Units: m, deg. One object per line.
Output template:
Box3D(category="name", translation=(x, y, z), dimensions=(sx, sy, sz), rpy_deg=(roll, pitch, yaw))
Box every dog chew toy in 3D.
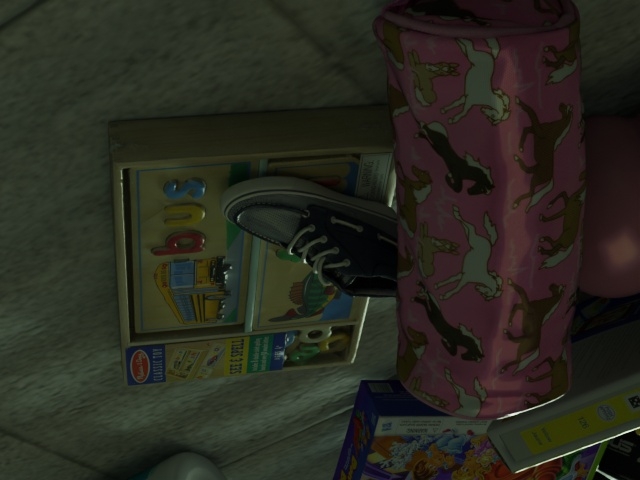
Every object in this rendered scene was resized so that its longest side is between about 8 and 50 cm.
Box3D(category="dog chew toy", translation=(0.295, -0.038, 1.219), dimensions=(0.332, 0.206, 0.206), rpy_deg=(-10, 147, 13))

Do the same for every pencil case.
Box3D(category="pencil case", translation=(0.136, -0.029, 1.086), dimensions=(0.160, 0.167, 0.386), rpy_deg=(-13, 120, -12))

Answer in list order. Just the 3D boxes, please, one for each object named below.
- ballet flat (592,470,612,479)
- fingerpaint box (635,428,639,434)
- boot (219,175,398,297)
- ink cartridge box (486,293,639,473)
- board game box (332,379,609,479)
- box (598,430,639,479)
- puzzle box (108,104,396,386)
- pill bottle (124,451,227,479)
Box3D(category="ballet flat", translation=(0.389, 0.359, 1.810), dimensions=(0.084, 0.058, 0.250), rpy_deg=(31, 178, -8))
Box3D(category="fingerpaint box", translation=(0.634, 0.096, 1.527), dimensions=(0.371, 0.163, 0.445), rpy_deg=(16, 137, -35))
Box3D(category="boot", translation=(0.000, 0.000, 1.177), dimensions=(0.190, 0.086, 0.069), rpy_deg=(9, 141, -27))
Box3D(category="ink cartridge box", translation=(0.359, 0.103, 1.345), dimensions=(0.307, 0.072, 0.303), rpy_deg=(-26, -172, 37))
Box3D(category="board game box", translation=(0.197, 0.302, 1.698), dimensions=(0.347, 0.078, 0.233), rpy_deg=(3, 120, -21))
Box3D(category="box", translation=(0.593, 0.373, 1.815), dimensions=(0.395, 0.318, 0.097), rpy_deg=(32, 82, -44))
Box3D(category="puzzle box", translation=(-0.077, 0.019, 1.306), dimensions=(0.272, 0.052, 0.409), rpy_deg=(-5, 145, -9))
Box3D(category="pill bottle", translation=(-0.250, 0.397, 1.713), dimensions=(0.264, 0.146, 0.146), rpy_deg=(-29, 142, 25))
